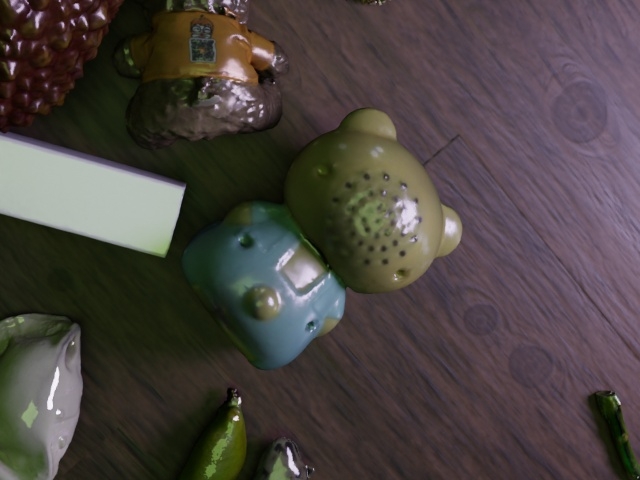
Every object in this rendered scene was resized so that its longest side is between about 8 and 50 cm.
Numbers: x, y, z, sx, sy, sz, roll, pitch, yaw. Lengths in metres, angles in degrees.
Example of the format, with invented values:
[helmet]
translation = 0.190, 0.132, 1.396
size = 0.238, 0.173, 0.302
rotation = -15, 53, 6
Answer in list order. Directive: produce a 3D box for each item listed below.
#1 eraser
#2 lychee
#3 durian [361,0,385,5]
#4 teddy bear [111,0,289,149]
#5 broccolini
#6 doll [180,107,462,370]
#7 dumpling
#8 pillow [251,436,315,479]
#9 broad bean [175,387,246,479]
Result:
[eraser]
translation = -0.290, -0.062, 0.886
size = 0.298, 0.078, 0.076
rotation = 16, 96, -9
[lychee]
translation = -0.299, -0.224, 0.783
size = 0.272, 0.271, 0.271
rotation = -1, 98, -7
[durian]
translation = 0.061, -0.314, 0.899
size = 0.110, 0.071, 0.140
rotation = 36, 88, -11
[teddy bear]
translation = -0.120, -0.191, 0.865
size = 0.177, 0.140, 0.190
rotation = -5, 90, -3
[broccolini]
translation = 0.389, 0.293, 1.037
size = 0.071, 0.058, 0.254
rotation = -38, 109, -44
[doll]
translation = 0.000, 0.000, 0.890
size = 0.261, 0.161, 0.177
rotation = -35, 99, 1
[dumpling]
translation = -0.319, 0.164, 0.907
size = 0.134, 0.100, 0.169
rotation = 4, 96, 7
[pillow]
translation = -0.062, 0.339, 0.986
size = 0.093, 0.051, 0.241
rotation = 24, 94, -5
[broad bean]
translation = -0.128, 0.264, 0.968
size = 0.071, 0.048, 0.213
rotation = 19, 96, -9
